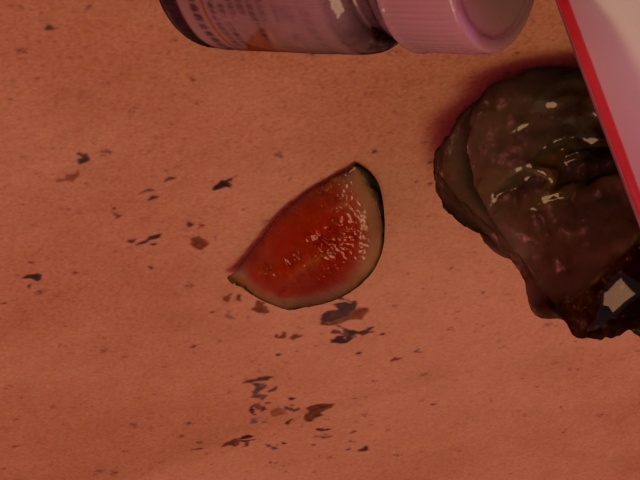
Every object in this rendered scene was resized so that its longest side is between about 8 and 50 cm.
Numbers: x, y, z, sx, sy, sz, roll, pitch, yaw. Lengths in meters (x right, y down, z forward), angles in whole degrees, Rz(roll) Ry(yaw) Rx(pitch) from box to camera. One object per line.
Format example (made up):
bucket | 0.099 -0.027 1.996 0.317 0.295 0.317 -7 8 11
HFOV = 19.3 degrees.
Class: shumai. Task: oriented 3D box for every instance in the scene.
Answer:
shumai | 0.275 -0.001 1.900 0.309 0.263 0.304 -2 147 -13

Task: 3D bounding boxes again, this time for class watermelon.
watermelon | -0.002 0.004 2.043 0.119 0.063 0.245 25 138 -25

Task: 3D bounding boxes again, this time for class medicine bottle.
medicine bottle | 0.017 -0.223 1.448 0.273 0.165 0.165 8 162 34

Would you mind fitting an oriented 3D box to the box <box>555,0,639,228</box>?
box | 0.347 -0.215 1.448 0.314 0.300 0.312 -17 130 14
